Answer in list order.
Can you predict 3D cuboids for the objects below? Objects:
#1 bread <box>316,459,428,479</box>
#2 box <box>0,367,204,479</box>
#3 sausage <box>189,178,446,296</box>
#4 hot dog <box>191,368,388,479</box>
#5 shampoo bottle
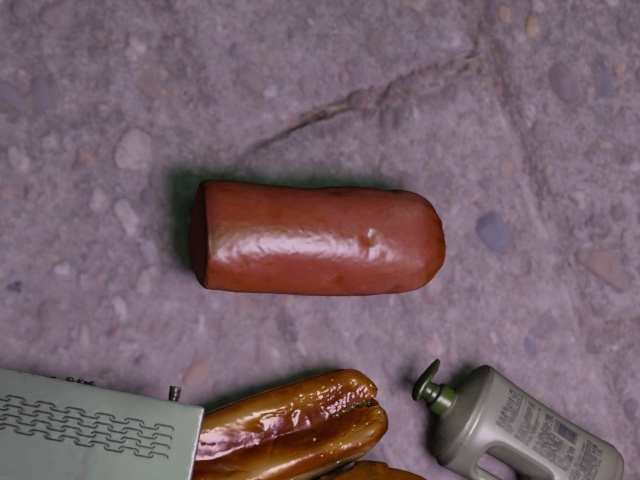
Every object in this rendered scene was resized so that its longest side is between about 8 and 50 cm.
[{"bbox_3d":[0.030,0.349,1.752,0.268,0.146,0.268,6,64,-12],"label":"bread"},{"bbox_3d":[-0.255,0.218,1.709,0.270,0.045,0.211,10,80,-3],"label":"box"},{"bbox_3d":[0.000,0.000,1.825,0.259,0.113,0.114,3,83,-18],"label":"sausage"},{"bbox_3d":[-0.047,0.199,1.805,0.249,0.068,0.100,-16,78,-23],"label":"hot dog"},{"bbox_3d":[0.192,0.208,1.880,0.234,0.087,0.118,34,77,-13],"label":"shampoo bottle"}]
